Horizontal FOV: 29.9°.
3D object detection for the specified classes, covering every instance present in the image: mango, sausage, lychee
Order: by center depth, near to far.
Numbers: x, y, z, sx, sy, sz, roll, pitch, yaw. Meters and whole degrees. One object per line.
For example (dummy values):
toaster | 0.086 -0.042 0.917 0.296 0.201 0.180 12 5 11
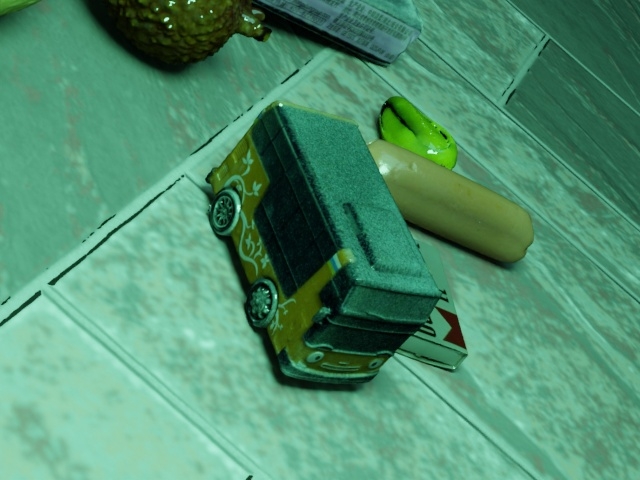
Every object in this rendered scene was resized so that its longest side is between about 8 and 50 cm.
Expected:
lychee | -0.164 -0.304 1.436 0.238 0.200 0.200 33 32 -2
sausage | 0.162 -0.049 1.567 0.289 0.086 0.086 24 36 -27
mango | 0.130 -0.139 1.655 0.091 0.074 0.165 11 31 -32

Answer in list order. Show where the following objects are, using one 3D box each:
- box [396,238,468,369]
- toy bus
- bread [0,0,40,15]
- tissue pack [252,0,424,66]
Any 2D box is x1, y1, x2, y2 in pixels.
box | 0.106 0.063 1.417 0.115 0.036 0.178 22 37 -28
toy bus | 0.000 0.000 1.258 0.138 0.167 0.275 11 44 -40
bread | -0.364 -0.383 1.212 0.320 0.321 0.237 -3 36 -48
tissue pack | -0.022 -0.415 1.745 0.361 0.122 0.259 15 42 -52
